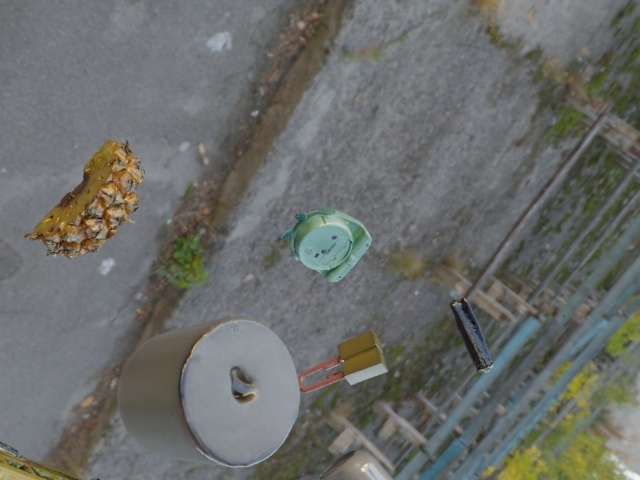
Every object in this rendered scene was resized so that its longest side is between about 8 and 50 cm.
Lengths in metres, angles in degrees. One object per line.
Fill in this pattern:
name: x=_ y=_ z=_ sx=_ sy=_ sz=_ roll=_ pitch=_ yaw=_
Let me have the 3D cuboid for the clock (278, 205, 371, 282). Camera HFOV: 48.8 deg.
clock: x=0.000 y=0.000 z=1.041 sx=0.135 sy=0.041 sz=0.101 roll=26 pitch=113 yaw=-31

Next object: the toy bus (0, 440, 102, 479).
toy bus: x=-0.420 y=0.385 z=1.024 sx=0.335 sy=0.123 sz=0.121 roll=44 pitch=66 yaw=-42

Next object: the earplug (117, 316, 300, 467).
earplug: x=-0.289 y=0.348 z=1.614 sx=0.394 sy=0.312 sz=0.313 roll=-15 pitch=-170 yaw=45

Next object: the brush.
brush: x=0.042 y=0.311 z=1.726 sx=0.233 sy=0.103 sz=0.047 roll=-24 pitch=135 yaw=12

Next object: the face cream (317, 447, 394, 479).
face cream: x=0.137 y=0.487 z=1.125 sx=0.080 sy=0.336 sz=0.163 roll=-36 pitch=172 yaw=-33

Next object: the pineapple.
pineapple: x=-0.362 y=-0.057 z=1.140 sx=0.233 sy=0.135 sz=0.079 roll=-56 pitch=140 yaw=-6

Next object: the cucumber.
cucumber: x=0.239 y=0.150 z=1.111 sx=0.033 sy=0.134 sz=0.034 roll=-23 pitch=-173 yaw=-2
